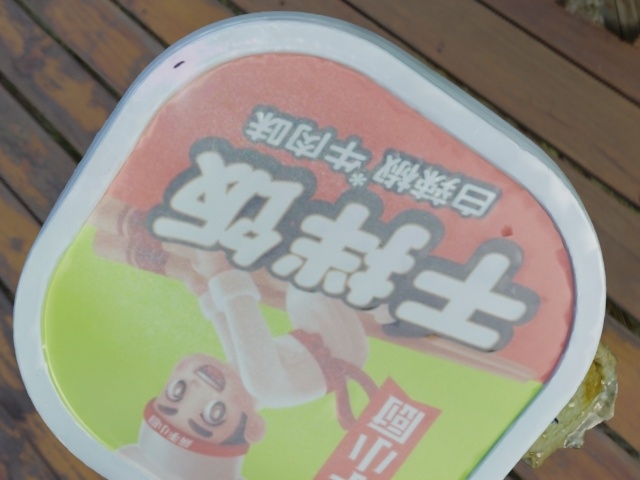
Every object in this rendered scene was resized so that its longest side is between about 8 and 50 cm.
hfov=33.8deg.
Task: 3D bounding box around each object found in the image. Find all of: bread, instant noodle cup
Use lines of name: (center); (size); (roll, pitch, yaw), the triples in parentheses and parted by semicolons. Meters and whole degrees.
bread: (0.219, 0.141, 1.330); (0.196, 0.238, 0.252); (-52, 48, 1)
instant noodle cup: (0.000, 0.000, 0.653); (0.293, 0.308, 0.294); (1, 105, 3)

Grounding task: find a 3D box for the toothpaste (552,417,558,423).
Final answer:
toothpaste: (0.190, 0.118, 1.156); (0.036, 0.056, 0.205); (-40, 79, 5)
